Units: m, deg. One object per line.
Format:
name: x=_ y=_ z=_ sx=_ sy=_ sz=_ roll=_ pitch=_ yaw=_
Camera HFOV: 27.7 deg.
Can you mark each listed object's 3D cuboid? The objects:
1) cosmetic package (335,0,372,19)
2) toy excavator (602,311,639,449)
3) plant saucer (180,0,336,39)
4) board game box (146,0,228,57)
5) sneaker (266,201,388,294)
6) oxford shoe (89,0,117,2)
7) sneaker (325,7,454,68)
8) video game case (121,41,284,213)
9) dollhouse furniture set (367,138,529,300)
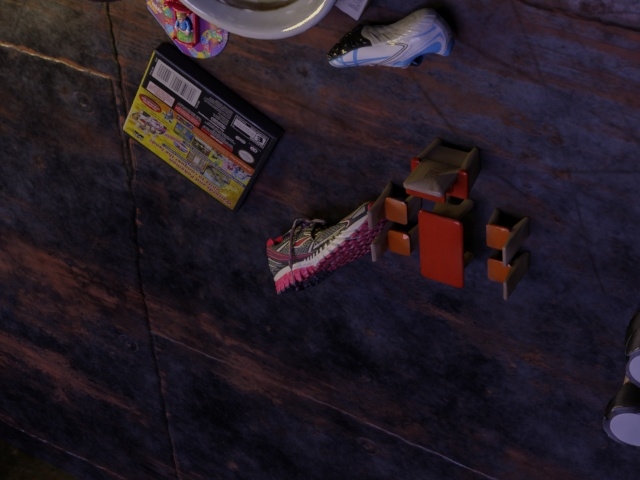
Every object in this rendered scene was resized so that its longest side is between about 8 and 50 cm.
cosmetic package: x=0.062 y=-0.400 z=1.988 sx=0.060 sy=0.041 sz=0.115 roll=36 pitch=141 yaw=3
toy excavator: x=0.681 y=0.270 z=2.037 sx=0.445 sy=0.222 sz=0.433 roll=17 pitch=138 yaw=13
plant saucer: x=-0.117 y=-0.503 z=1.982 sx=0.400 sy=0.100 sz=0.400 roll=21 pitch=138 yaw=20
board game box: x=-0.241 y=-0.380 z=2.247 sx=0.133 sy=0.033 sz=0.168 roll=-21 pitch=112 yaw=46
sneaker: x=0.000 y=0.000 z=2.364 sx=0.299 sy=0.121 sz=0.112 roll=-31 pitch=74 yaw=41
oxford shoe: x=-0.330 y=-0.545 z=2.122 sx=0.133 sy=0.130 sz=0.363 roll=10 pitch=137 yaw=-22
sneaker: x=0.104 y=-0.298 z=2.023 sx=0.237 sy=0.085 sz=0.086 roll=-6 pitch=131 yaw=45
video game case: x=-0.223 y=-0.203 z=2.400 sx=0.275 sy=0.035 sz=0.248 roll=37 pitch=140 yaw=2
dollhouse furniture set: x=0.201 y=-0.026 z=2.160 sx=0.262 sy=0.135 sz=0.259 roll=16 pitch=136 yaw=25
